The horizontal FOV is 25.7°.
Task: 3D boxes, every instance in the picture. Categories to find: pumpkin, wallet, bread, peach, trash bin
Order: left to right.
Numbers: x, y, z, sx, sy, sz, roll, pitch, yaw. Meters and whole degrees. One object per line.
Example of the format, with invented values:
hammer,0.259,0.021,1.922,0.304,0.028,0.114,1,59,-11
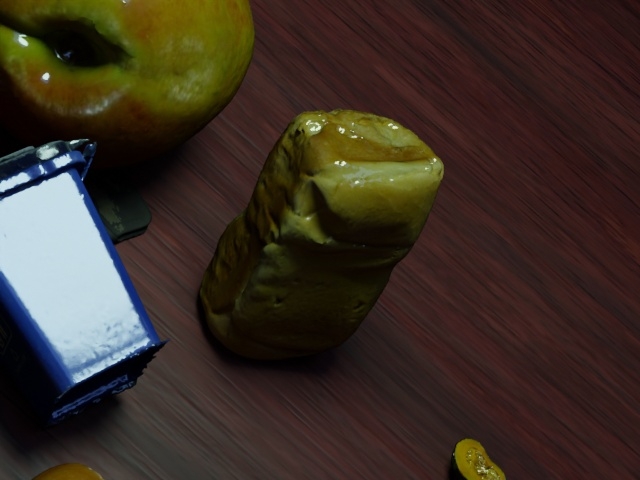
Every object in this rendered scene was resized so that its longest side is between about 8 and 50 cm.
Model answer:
trash bin,-0.254,0.038,1.338,0.184,0.162,0.234,-27,78,-29
wallet,-0.254,-0.026,1.497,0.156,0.018,0.082,-19,68,-42
peach,-0.224,-0.230,1.499,0.308,0.308,0.332,35,29,-5
bread,0.000,0.000,1.450,0.167,0.294,0.132,8,48,-28
pumpkin,0.169,0.257,1.545,0.083,0.028,0.050,48,46,-4

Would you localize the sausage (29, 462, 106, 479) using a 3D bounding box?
sausage,-0.264,0.271,1.205,0.098,0.098,0.238,47,41,7
